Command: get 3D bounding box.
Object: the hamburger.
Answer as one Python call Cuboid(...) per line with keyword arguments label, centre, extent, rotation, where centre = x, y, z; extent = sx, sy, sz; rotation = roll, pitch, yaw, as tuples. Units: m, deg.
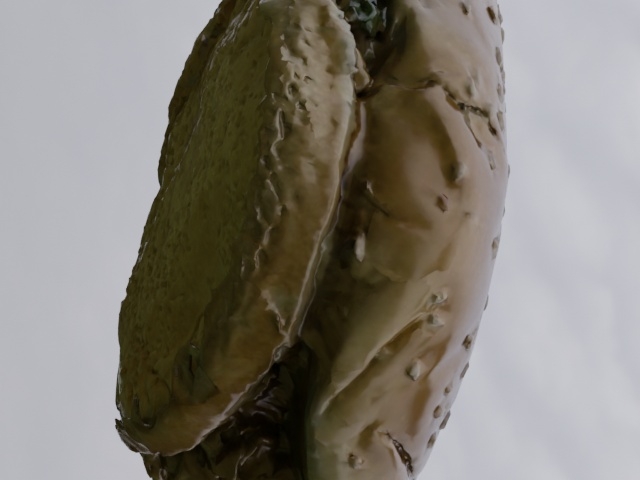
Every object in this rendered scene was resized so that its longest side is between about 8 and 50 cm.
Cuboid(label="hamburger", centre=(0.000, 0.000, 0.833), extent=(0.243, 0.146, 0.286), rotation=(129, -25, -73))
